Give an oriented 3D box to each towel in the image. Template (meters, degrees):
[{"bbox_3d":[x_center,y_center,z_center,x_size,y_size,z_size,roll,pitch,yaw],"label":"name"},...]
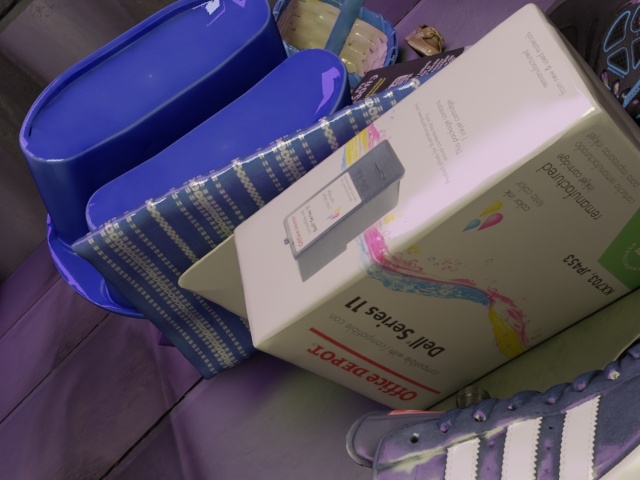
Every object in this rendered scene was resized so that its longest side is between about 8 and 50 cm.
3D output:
[{"bbox_3d":[0.000,0.000,0.726,0.336,0.243,0.040,-25,53,4],"label":"towel"}]

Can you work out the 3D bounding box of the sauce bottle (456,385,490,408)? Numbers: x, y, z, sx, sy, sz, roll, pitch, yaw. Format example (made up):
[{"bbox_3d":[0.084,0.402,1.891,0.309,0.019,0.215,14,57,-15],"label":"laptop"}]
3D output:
[{"bbox_3d":[0.107,0.159,0.606,0.042,0.042,0.128,-30,29,33],"label":"sauce bottle"}]

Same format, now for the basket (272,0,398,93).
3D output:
[{"bbox_3d":[0.026,-0.323,1.301,0.255,0.201,0.289,-73,4,-46],"label":"basket"}]

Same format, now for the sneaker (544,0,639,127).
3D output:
[{"bbox_3d":[0.276,-0.145,0.721,0.140,0.125,0.341,-55,22,-10],"label":"sneaker"}]

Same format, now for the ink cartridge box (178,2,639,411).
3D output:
[{"bbox_3d":[0.081,0.017,0.654,0.353,0.207,0.119,-36,46,24],"label":"ink cartridge box"}]

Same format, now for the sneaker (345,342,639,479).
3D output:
[{"bbox_3d":[0.107,0.123,0.489,0.350,0.131,0.148,-44,62,2],"label":"sneaker"}]

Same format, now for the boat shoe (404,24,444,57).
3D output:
[{"bbox_3d":[0.157,-0.293,1.264,0.045,0.050,0.135,-46,22,14],"label":"boat shoe"}]

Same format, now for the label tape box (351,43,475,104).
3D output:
[{"bbox_3d":[0.050,-0.088,1.025,0.249,0.115,0.347,-53,26,-16],"label":"label tape box"}]

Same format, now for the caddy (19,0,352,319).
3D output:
[{"bbox_3d":[-0.116,-0.079,0.835,0.341,0.179,0.241,-38,63,-17],"label":"caddy"}]

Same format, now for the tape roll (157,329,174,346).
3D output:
[{"bbox_3d":[-0.133,-0.003,1.046,0.275,0.090,0.275,-170,90,-80],"label":"tape roll"}]
